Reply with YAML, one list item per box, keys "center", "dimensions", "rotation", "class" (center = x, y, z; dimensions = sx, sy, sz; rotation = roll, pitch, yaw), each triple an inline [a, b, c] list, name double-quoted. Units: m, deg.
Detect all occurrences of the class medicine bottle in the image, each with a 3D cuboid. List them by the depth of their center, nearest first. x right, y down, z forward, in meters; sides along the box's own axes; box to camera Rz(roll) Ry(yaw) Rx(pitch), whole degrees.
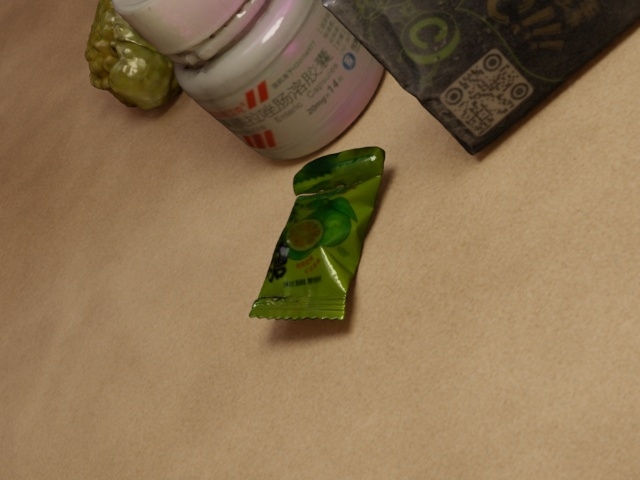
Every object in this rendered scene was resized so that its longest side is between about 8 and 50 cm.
- center: [-0.094, -0.290, 1.724]
  dimensions: [0.256, 0.325, 0.256]
  rotation: [-29, 39, 27]
  class: "medicine bottle"

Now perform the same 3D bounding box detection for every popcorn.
- center: [-0.309, -0.346, 2.184]
  dimensions: [0.225, 0.174, 0.286]
  rotation: [-24, 50, 57]
  class: "popcorn"

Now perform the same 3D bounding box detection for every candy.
- center: [0.000, 0.000, 1.563]
  dimensions: [0.149, 0.069, 0.246]
  rotation: [-11, 45, 38]
  class: "candy"

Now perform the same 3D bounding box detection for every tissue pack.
- center: [0.225, -0.317, 1.405]
  dimensions: [0.394, 0.288, 0.124]
  rotation: [-41, 32, 14]
  class: "tissue pack"
